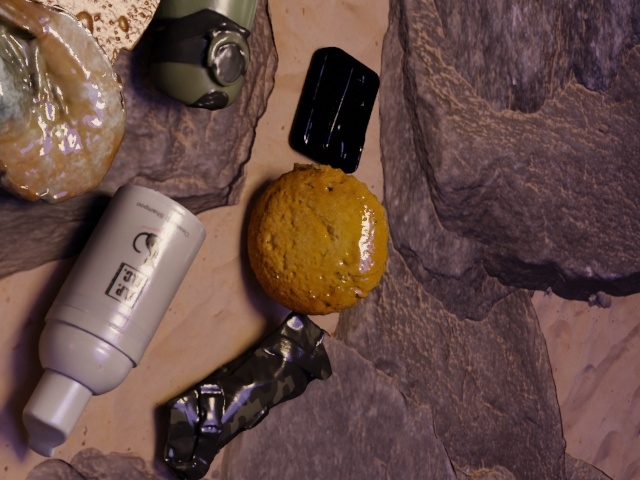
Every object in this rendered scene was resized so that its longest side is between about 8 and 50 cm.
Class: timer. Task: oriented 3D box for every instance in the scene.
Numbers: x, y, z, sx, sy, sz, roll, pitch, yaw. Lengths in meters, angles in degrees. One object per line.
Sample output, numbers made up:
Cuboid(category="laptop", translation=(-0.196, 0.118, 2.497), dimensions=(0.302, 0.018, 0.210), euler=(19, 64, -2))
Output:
Cuboid(category="timer", translation=(0.032, -0.218, 1.955), dimensions=(0.144, 0.055, 0.187), euler=(26, 75, -42))

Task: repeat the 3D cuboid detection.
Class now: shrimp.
Cuboid(category="shrimp", translation=(-0.400, -0.242, 1.469), dimensions=(0.221, 0.110, 0.446), euler=(-40, 120, -16))

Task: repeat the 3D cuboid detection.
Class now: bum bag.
Cuboid(category="bum bag", translation=(-0.116, 0.234, 1.820), dimensions=(0.340, 0.095, 0.144), euler=(-35, 119, -29))

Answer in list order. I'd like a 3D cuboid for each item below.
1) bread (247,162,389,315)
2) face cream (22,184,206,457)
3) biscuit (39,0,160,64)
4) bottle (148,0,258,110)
Cuboid(category="bread", translation=(-0.001, 0.002, 1.841), dimensions=(0.139, 0.239, 0.240), euler=(22, 76, -76))
Cuboid(category="face cream", translation=(-0.296, 0.115, 1.590), dimensions=(0.145, 0.145, 0.370), euler=(42, 63, -39))
Cuboid(category="biscuit", translation=(-0.326, -0.301, 1.576), dimensions=(0.238, 0.041, 0.212), euler=(-22, 110, -26))
Cuboid(category="bottle", translation=(-0.162, -0.360, 1.674), dimensions=(0.168, 0.168, 0.347), euler=(3, 94, -45))
